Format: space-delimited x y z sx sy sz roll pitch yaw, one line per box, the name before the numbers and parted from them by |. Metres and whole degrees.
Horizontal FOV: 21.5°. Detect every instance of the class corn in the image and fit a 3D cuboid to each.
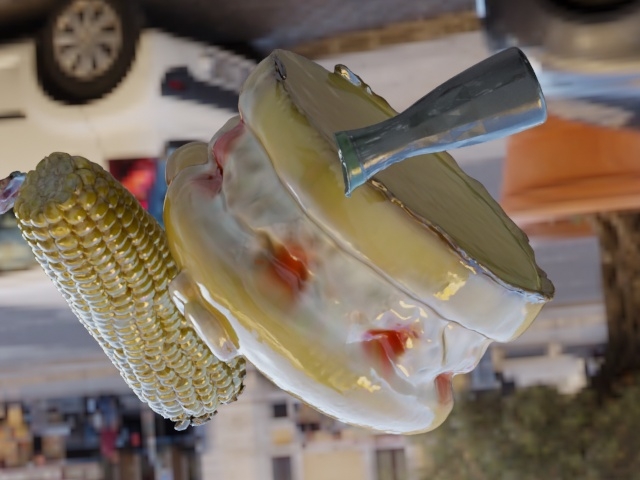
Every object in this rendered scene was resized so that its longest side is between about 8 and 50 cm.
corn | -0.145 0.039 1.335 0.106 0.106 0.305 -7 141 18

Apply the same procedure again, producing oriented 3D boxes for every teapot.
teapot | 0.058 -0.059 0.857 0.110 0.043 0.043 -23 172 -1

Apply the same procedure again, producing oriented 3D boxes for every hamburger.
hamburger | 0.000 0.000 1.171 0.186 0.303 0.261 -46 145 15

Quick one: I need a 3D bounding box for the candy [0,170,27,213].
candy | -0.361 0.006 1.344 0.292 0.059 0.086 -22 168 -33
